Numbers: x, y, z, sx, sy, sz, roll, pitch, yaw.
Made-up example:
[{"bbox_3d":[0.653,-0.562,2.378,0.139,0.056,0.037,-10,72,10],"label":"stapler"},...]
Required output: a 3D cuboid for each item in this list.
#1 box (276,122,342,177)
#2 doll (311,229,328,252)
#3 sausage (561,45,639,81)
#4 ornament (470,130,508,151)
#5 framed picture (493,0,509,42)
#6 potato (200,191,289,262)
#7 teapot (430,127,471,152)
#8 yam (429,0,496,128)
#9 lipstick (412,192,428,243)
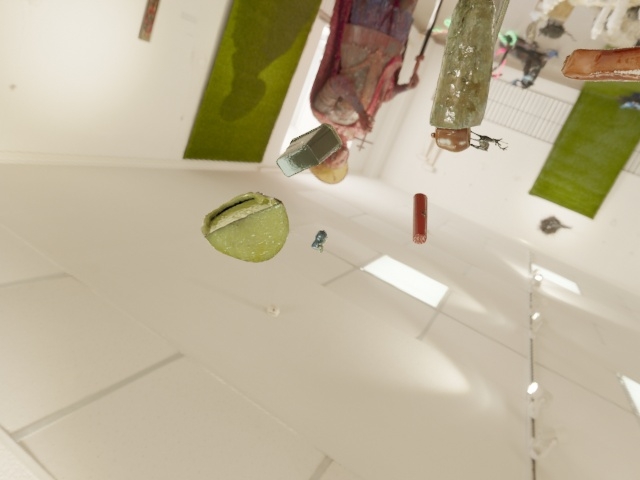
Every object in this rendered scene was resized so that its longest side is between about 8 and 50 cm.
[{"bbox_3d":[-0.062,-0.377,1.909,0.138,0.274,0.178,55,-130,-17],"label":"box"},{"bbox_3d":[0.000,0.000,1.657,0.051,0.083,0.076,22,173,1],"label":"doll"},{"bbox_3d":[0.816,-0.488,1.244,0.084,0.089,0.300,-3,-161,-27],"label":"sausage"},{"bbox_3d":[0.497,-0.287,1.328,0.125,0.028,0.073,25,164,36],"label":"ornament"},{"bbox_3d":[0.582,-0.771,1.483,0.016,0.250,0.184,3,-127,1],"label":"framed picture"},{"bbox_3d":[-0.301,-0.051,1.837,0.330,0.212,0.280,-25,-151,-7],"label":"potato"},{"bbox_3d":[0.374,-0.307,1.293,0.116,0.116,0.173,29,-166,22],"label":"teapot"},{"bbox_3d":[0.347,-0.424,1.075,0.133,0.330,0.133,7,-174,-1],"label":"yam"},{"bbox_3d":[0.461,-0.107,2.073,0.073,0.073,0.279,19,-131,-9],"label":"lipstick"}]
